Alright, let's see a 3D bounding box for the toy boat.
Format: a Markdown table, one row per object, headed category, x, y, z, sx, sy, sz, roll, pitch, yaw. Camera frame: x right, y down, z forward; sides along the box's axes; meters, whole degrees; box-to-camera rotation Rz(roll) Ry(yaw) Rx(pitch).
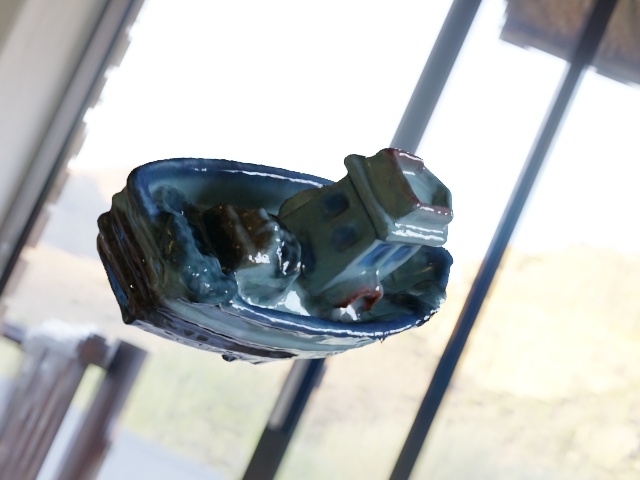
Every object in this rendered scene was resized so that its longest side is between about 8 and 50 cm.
| category | x | y | z | sx | sy | sz | roll | pitch | yaw |
| --- | --- | --- | --- | --- | --- | --- | --- | --- | --- |
| toy boat | 0.000 | 0.000 | 0.490 | 0.140 | 0.066 | 0.059 | 10 | 49 | -55 |
